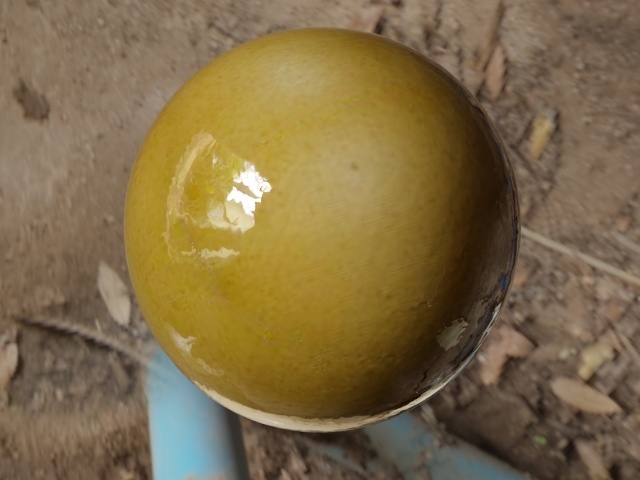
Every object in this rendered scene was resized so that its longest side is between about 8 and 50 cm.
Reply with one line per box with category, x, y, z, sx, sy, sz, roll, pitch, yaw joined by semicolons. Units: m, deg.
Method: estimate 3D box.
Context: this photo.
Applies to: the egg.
egg;0.000;0.000;1.047;0.250;0.322;0.250;1;70;-3
